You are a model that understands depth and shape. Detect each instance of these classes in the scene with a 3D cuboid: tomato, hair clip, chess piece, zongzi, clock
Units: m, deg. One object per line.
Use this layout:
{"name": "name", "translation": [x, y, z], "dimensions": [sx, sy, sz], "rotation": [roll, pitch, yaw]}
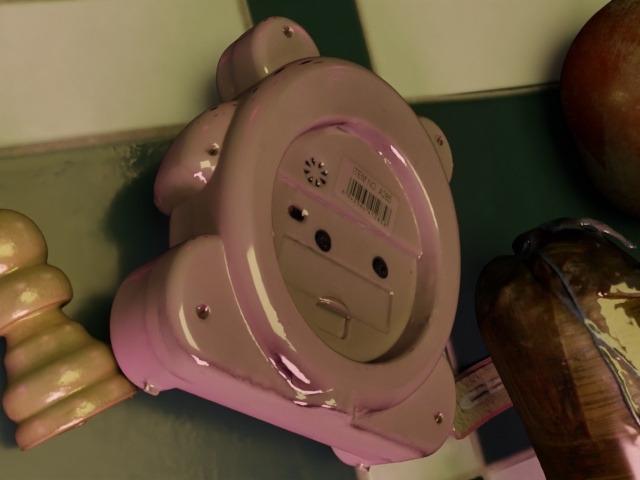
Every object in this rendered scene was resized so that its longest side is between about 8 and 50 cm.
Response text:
{"name": "tomato", "translation": [0.402, -0.155, 0.926], "dimensions": [0.270, 0.222, 0.270], "rotation": [8, 73, -29]}
{"name": "hair clip", "translation": [0.164, 0.146, 0.845], "dimensions": [0.137, 0.022, 0.054], "rotation": [-22, 89, -34]}
{"name": "chess piece", "translation": [-0.213, 0.059, 0.633], "dimensions": [0.094, 0.094, 0.171], "rotation": [-27, 85, -30]}
{"name": "zongzi", "translation": [0.386, 0.116, 0.766], "dimensions": [0.432, 0.208, 0.404], "rotation": [-25, 92, 6]}
{"name": "clock", "translation": [0.000, 0.000, 0.715], "dimensions": [0.295, 0.113, 0.322], "rotation": [29, 57, -33]}
